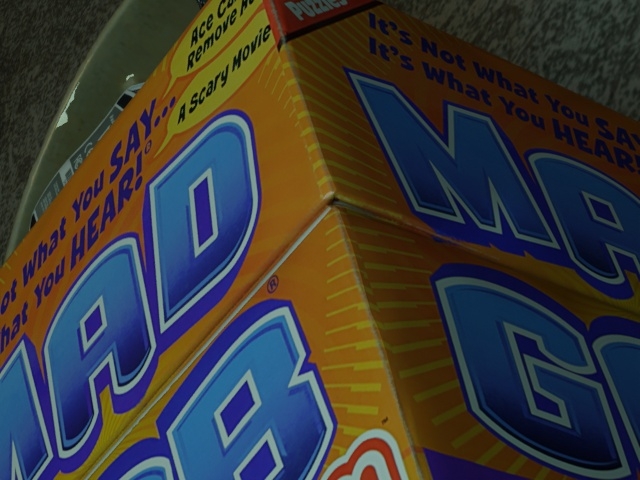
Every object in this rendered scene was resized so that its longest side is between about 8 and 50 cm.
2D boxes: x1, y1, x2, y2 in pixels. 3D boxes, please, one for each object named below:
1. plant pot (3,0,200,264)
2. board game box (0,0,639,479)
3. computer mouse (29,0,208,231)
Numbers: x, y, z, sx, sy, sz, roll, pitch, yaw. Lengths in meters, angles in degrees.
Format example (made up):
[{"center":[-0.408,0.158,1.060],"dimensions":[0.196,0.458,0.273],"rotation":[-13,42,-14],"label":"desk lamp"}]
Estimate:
[{"center":[0.000,0.000,1.242],"dimensions":[0.334,0.305,0.333],"rotation":[-43,34,38],"label":"plant pot"},{"center":[0.042,0.147,0.931],"dimensions":[0.356,0.357,0.356],"rotation":[-48,40,29],"label":"board game box"},{"center":[-0.101,-0.057,1.090],"dimensions":[0.193,0.042,0.106],"rotation":[-49,35,18],"label":"computer mouse"}]
